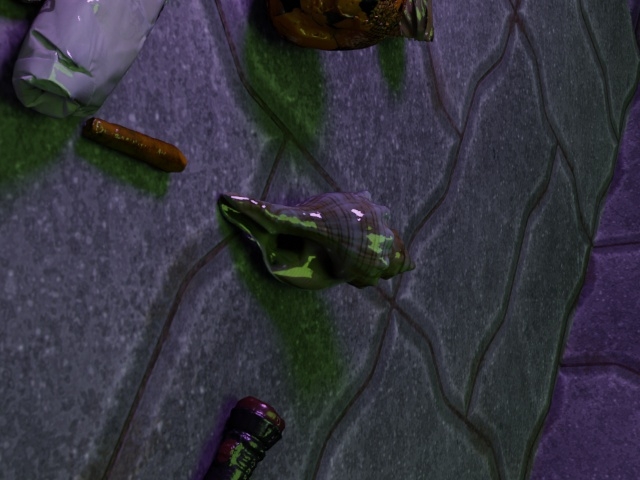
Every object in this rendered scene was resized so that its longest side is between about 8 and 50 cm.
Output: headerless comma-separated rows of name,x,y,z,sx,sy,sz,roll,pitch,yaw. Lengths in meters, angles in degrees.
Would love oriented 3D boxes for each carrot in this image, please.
carrot,-0.250,-0.129,1.114,0.171,0.042,0.042,20,75,-51

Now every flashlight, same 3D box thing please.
flashlight,-0.142,0.356,1.255,0.232,0.093,0.093,-59,136,-31

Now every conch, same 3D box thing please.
conch,-0.001,-0.004,1.391,0.386,0.169,0.203,19,102,-15

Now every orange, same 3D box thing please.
orange,0.027,-0.403,1.331,0.234,0.235,0.182,21,58,-54

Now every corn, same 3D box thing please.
corn,0.168,-0.543,1.618,0.122,0.123,0.305,-16,107,-28

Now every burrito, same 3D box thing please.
burrito,-0.254,-0.336,1.041,0.139,0.101,0.445,55,47,-52

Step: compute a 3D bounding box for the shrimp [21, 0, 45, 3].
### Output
shrimp,-0.364,-0.373,0.937,0.195,0.035,0.147,44,57,-51
